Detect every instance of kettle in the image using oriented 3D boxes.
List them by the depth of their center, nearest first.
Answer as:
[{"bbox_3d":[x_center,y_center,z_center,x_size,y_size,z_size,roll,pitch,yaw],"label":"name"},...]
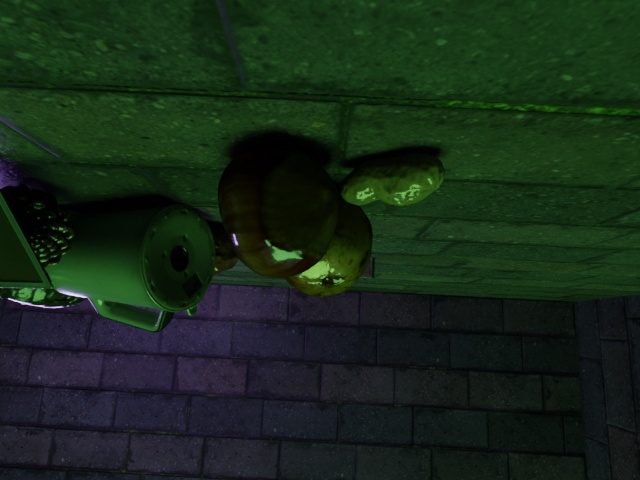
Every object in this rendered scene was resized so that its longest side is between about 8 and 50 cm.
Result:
[{"bbox_3d":[-0.481,0.083,1.077,0.376,0.250,0.361,1,124,23],"label":"kettle"}]

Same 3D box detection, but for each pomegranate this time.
[{"bbox_3d":[0.000,0.000,0.849,0.215,0.216,0.215,3,168,1],"label":"pomegranate"}]

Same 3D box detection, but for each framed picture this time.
[{"bbox_3d":[-0.661,-0.033,0.802,0.232,0.297,0.019,0,-151,17],"label":"framed picture"}]

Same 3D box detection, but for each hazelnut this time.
[{"bbox_3d":[-0.065,-0.050,0.673,0.186,0.210,0.210,-23,173,-12],"label":"hazelnut"}]

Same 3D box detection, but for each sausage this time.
[{"bbox_3d":[-0.363,0.034,1.217,0.279,0.152,0.152,-4,166,29],"label":"sausage"}]

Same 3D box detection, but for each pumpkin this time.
[{"bbox_3d":[-0.797,0.060,1.200,0.291,0.258,0.327,15,166,31],"label":"pumpkin"}]

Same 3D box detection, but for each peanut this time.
[{"bbox_3d":[0.108,-0.091,0.661,0.174,0.080,0.080,-5,166,31],"label":"peanut"}]

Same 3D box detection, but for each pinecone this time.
[{"bbox_3d":[-0.660,-0.032,0.914,0.212,0.186,0.168,17,-164,27],"label":"pinecone"}]

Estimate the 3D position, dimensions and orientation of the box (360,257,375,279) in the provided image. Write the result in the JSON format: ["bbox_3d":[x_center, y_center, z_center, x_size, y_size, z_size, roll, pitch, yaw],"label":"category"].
[{"bbox_3d":[0.166,0.108,1.591,0.079,0.083,0.035,-1,167,24],"label":"box"}]
